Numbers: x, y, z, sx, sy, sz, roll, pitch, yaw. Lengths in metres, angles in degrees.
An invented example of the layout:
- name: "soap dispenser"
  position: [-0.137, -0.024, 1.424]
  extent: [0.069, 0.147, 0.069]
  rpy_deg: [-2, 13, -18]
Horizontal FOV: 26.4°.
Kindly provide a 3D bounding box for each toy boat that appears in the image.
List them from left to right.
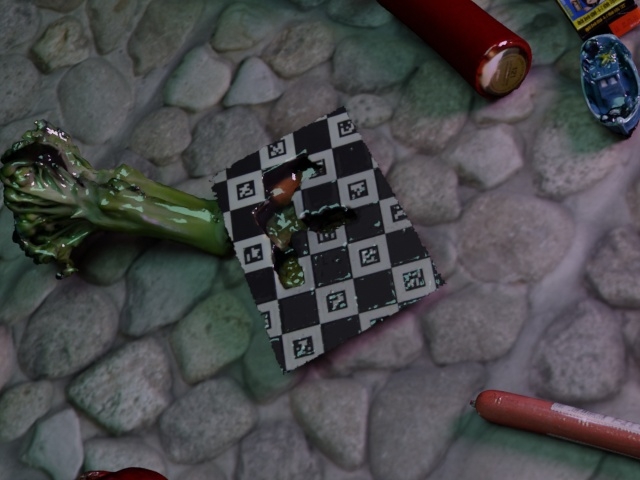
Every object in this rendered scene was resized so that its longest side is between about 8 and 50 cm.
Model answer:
- name: "toy boat"
  position: [0.303, -0.165, 1.425]
  extent: [0.060, 0.061, 0.137]
  rpy_deg: [-17, 51, 18]

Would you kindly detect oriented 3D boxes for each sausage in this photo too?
- name: "sausage"
  position: [0.245, 0.172, 1.232]
  extent: [0.253, 0.034, 0.034]
  rpy_deg: [12, 64, 36]

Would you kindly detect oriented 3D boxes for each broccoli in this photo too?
- name: "broccoli"
  position: [-0.231, -0.040, 1.604]
  extent: [0.304, 0.165, 0.145]
  rpy_deg: [13, 32, 21]

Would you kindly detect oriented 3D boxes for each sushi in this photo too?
- name: "sushi"
  position: [0.000, 0.000, 1.488]
  extent: [0.192, 0.043, 0.279]
  rpy_deg: [-29, 56, 3]

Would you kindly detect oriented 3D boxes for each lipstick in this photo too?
- name: "lipstick"
  position: [0.148, -0.251, 1.566]
  extent: [0.080, 0.080, 0.241]
  rpy_deg: [-39, 47, -1]

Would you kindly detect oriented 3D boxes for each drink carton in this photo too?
- name: "drink carton"
  position: [0.293, -0.286, 1.525]
  extent: [0.071, 0.056, 0.165]
  rpy_deg: [-34, 47, 15]

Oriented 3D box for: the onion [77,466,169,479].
- name: "onion"
  position: [-0.201, 0.282, 1.346]
  extent: [0.131, 0.131, 0.131]
  rpy_deg: [-15, 51, 20]
